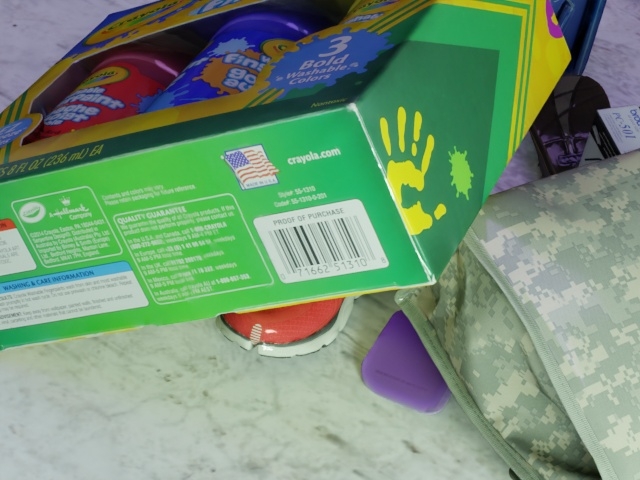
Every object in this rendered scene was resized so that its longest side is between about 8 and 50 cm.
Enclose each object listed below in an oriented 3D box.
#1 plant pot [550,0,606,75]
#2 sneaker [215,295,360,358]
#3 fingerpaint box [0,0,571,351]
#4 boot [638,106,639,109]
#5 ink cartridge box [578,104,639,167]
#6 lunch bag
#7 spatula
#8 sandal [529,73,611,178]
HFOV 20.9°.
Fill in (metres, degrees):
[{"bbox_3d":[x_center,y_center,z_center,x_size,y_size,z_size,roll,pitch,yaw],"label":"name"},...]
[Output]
[{"bbox_3d":[0.185,-0.289,1.867,0.212,0.236,0.236,-18,42,-40],"label":"plant pot"},{"bbox_3d":[0.000,0.000,1.533,0.107,0.118,0.279,23,39,21],"label":"sneaker"},{"bbox_3d":[-0.064,-0.096,1.454,0.444,0.163,0.371,-10,27,32],"label":"fingerpaint box"},{"bbox_3d":[0.395,-0.073,1.745,0.198,0.077,0.137,-7,41,3],"label":"boot"},{"bbox_3d":[0.300,-0.018,1.589,0.046,0.097,0.207,-9,52,-16],"label":"ink cartridge box"},{"bbox_3d":[0.240,0.091,1.401,0.235,0.169,0.287,-17,60,-27],"label":"lunch bag"},{"bbox_3d":[0.129,0.050,1.560,0.084,0.030,0.296,19,38,20],"label":"spatula"},{"bbox_3d":[0.258,-0.078,1.738,0.090,0.060,0.219,-6,53,-10],"label":"sandal"}]
